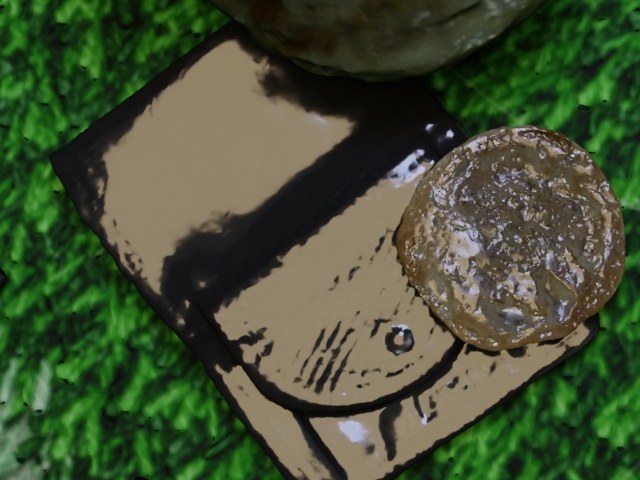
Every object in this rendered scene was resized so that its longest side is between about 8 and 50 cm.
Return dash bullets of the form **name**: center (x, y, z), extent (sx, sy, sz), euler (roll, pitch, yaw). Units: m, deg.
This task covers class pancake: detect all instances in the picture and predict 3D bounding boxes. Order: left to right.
- **pancake**: center (0.124, -0.003, 1.182), extent (0.151, 0.025, 0.152), euler (0, 83, -2)

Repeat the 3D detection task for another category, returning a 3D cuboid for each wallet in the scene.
- **wallet**: center (0.000, 0.000, 1.222), extent (0.247, 0.041, 0.323), euler (-36, 79, -1)

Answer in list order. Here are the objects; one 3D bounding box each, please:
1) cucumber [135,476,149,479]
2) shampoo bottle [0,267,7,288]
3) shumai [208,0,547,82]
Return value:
- **cucumber**: center (-0.074, 0.203, 1.208), extent (0.135, 0.033, 0.034), euler (46, 53, 11)
- **shampoo bottle**: center (-0.274, 0.065, 1.258), extent (0.137, 0.027, 0.048), euler (-47, 66, 0)
- **shumai**: center (-0.005, -0.317, 1.099), extent (0.324, 0.323, 0.397), euler (-8, 75, 26)
